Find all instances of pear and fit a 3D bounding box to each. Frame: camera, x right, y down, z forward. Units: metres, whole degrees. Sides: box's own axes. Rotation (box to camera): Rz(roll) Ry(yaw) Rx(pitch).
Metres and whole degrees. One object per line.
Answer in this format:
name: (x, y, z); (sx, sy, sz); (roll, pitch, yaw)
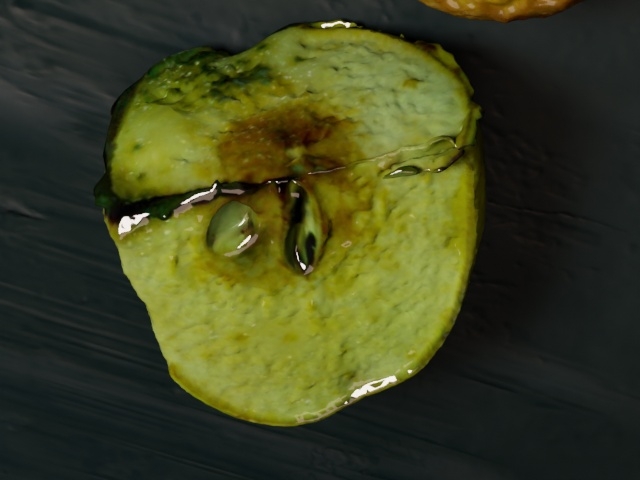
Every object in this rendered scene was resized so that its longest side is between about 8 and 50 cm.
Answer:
pear: (0.000, 0.000, 0.967); (0.238, 0.164, 0.255); (-14, 131, 3)

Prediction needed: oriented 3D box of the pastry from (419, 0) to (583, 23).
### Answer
pastry: (0.102, -0.215, 0.817); (0.189, 0.103, 0.188); (3, 129, 3)
